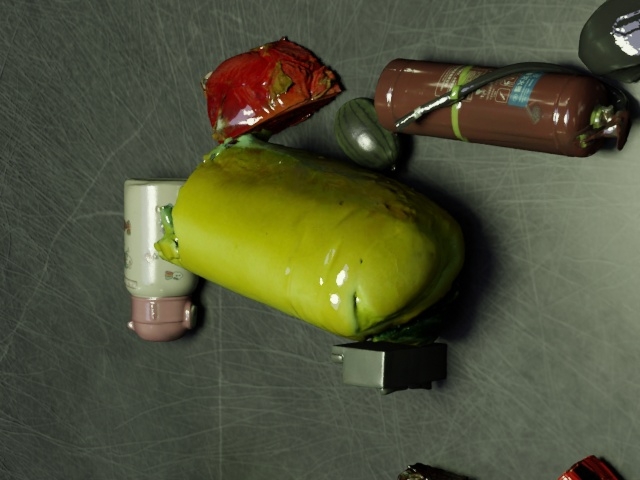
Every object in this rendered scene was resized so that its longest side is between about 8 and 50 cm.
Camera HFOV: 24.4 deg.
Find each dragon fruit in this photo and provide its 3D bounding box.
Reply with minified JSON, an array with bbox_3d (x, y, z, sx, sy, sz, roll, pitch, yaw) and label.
[{"bbox_3d":[-0.071,-0.208,1.965,0.161,0.127,0.120,-23,87,38],"label":"dragon fruit"}]

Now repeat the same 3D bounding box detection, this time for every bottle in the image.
[{"bbox_3d":[-0.227,0.028,2.112,0.110,0.110,0.233,4,96,39],"label":"bottle"}]

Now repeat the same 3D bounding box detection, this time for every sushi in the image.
[{"bbox_3d":[0.138,0.335,1.857,0.084,0.094,0.098,14,97,34],"label":"sushi"}]

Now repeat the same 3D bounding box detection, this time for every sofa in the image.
[{"bbox_3d":[0.086,0.158,1.848,0.085,0.147,0.060,5,94,36],"label":"sofa"}]

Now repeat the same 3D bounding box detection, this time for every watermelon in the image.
[{"bbox_3d":[0.063,-0.133,1.889,0.110,0.078,0.078,53,122,22],"label":"watermelon"}]

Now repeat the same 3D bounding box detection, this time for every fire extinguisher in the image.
[{"bbox_3d":[0.218,-0.151,1.732,0.341,0.141,0.105,11,131,38],"label":"fire extinguisher"}]

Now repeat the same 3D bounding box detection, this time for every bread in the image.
[{"bbox_3d":[0.000,0.000,1.843,0.377,0.251,0.208,25,103,38],"label":"bread"}]

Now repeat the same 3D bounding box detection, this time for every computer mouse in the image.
[{"bbox_3d":[0.357,-0.239,1.655,0.172,0.057,0.099,-23,74,35],"label":"computer mouse"}]

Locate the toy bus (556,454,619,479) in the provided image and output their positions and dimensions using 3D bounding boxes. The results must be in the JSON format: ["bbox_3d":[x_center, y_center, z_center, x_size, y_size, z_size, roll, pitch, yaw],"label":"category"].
[{"bbox_3d":[0.275,0.345,1.747,0.081,0.089,0.195,51,122,24],"label":"toy bus"}]
